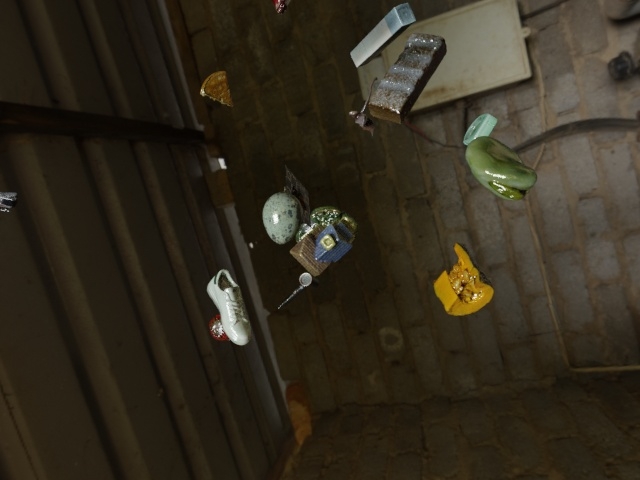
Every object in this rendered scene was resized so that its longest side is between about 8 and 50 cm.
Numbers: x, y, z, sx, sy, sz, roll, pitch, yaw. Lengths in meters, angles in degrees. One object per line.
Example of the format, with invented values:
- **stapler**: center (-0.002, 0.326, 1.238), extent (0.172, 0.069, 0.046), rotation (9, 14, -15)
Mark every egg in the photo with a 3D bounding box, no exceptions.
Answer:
- **egg**: center (-0.124, -0.074, 1.363), extent (0.132, 0.132, 0.172), rotation (18, -105, -73)

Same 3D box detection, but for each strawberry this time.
- **strawberry**: center (-0.507, 0.445, 2.135), extent (0.086, 0.145, 0.145), rotation (19, -123, -70)

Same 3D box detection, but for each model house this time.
- **model house**: center (0.000, 0.000, 2.043), extent (0.261, 0.321, 0.266), rotation (46, -156, -5)

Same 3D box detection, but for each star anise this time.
- **star anise**: center (0.230, -0.610, 1.863), extent (0.148, 0.227, 0.218), rotation (27, -162, -23)

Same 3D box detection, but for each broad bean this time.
- **broad bean**: center (0.504, -0.204, 1.181), extent (0.100, 0.169, 0.228), rotation (108, 154, -48)

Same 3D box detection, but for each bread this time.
- **bread**: center (0.359, -0.675, 1.721), extent (0.416, 0.165, 0.113), rotation (-59, -33, -13)

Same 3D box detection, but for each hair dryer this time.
- **hair dryer**: center (-0.123, 0.276, 2.197), extent (0.070, 0.255, 0.128), rotation (51, -173, 25)

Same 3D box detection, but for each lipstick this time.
- **lipstick**: center (0.215, -0.731, 1.503), extent (0.068, 0.066, 0.317), rotation (62, 158, -8)

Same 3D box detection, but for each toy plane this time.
- **toy plane**: center (-0.941, -0.126, 1.174), extent (0.078, 0.197, 0.053), rotation (114, 166, -71)

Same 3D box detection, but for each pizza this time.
- **pizza**: center (-0.487, -0.737, 2.045), extent (0.176, 0.036, 0.184), rotation (40, -115, -37)

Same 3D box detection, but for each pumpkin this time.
- **pumpkin**: center (0.477, 0.146, 1.454), extent (0.280, 0.190, 0.139), rotation (41, -155, -41)

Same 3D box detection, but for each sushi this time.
- **sushi**: center (-0.102, -0.159, 1.622), extent (0.210, 0.040, 0.192), rotation (43, -143, -58)

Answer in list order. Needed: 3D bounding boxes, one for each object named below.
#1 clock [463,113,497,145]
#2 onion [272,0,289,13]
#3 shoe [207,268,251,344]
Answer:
- **clock**: center (0.765, -0.530, 2.024), extent (0.066, 0.159, 0.211), rotation (29, -167, -5)
- **onion**: center (-0.150, -1.038, 1.650), extent (0.227, 0.120, 0.283), rotation (143, 146, -81)
- **shoe**: center (-0.402, 0.295, 1.923), extent (0.132, 0.160, 0.363), rotation (-10, -125, -41)
